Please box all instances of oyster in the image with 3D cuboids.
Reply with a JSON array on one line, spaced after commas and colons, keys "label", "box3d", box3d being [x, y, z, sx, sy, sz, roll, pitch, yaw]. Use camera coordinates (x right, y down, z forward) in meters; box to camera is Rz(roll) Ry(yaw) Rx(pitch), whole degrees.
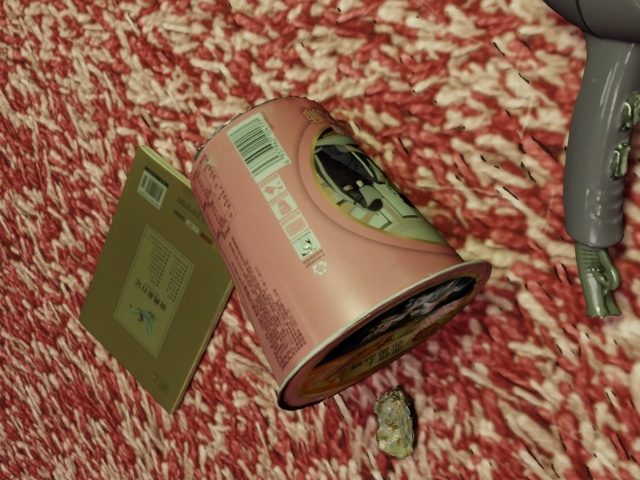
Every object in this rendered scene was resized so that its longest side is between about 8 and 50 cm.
[{"label": "oyster", "box3d": [0.085, 0.200, 0.829, 0.054, 0.019, 0.083, 7, 106, 35]}]

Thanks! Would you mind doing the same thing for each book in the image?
[{"label": "book", "box3d": [-0.220, 0.057, 1.011, 0.217, 0.021, 0.310, 39, 119, 22]}]

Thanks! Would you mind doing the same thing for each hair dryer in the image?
[{"label": "hair dryer", "box3d": [0.263, -0.081, 0.577, 0.301, 0.121, 0.361, 45, 144, 50]}]

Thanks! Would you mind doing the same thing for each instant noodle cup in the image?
[{"label": "instant noodle cup", "box3d": [0.000, 0.000, 0.739, 0.244, 0.244, 0.255, -48, 64, 32]}]
